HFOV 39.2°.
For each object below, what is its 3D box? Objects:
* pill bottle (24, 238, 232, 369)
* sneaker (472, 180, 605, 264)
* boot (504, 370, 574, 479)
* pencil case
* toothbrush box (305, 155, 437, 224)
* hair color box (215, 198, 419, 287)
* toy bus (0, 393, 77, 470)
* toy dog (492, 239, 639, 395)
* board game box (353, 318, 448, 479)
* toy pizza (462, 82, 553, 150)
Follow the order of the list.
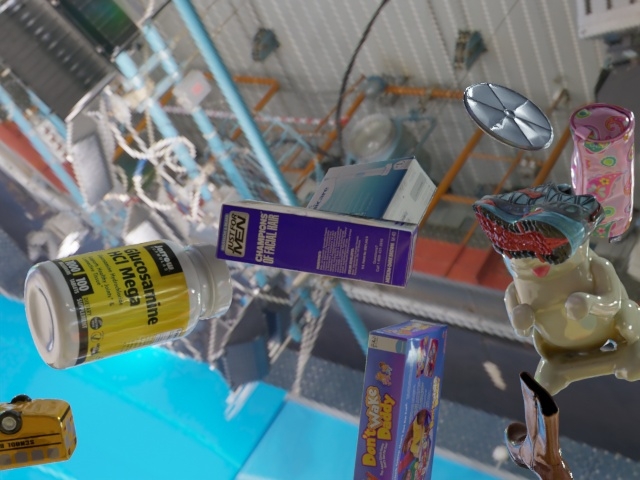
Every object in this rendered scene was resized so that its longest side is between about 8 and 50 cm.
[{"bbox_3d":[-0.335,0.101,1.599,0.188,0.334,0.188,22,-62,50],"label":"pill bottle"},{"bbox_3d":[0.343,-0.035,1.403,0.104,0.125,0.262,59,-14,-21],"label":"sneaker"},{"bbox_3d":[0.465,0.412,2.001,0.264,0.096,0.280,-110,-179,-62],"label":"boot"},{"bbox_3d":[0.538,-0.126,1.722,0.124,0.124,0.284,19,-35,30],"label":"pencil case"},{"bbox_3d":[0.114,-0.084,2.282,0.295,0.216,0.126,-4,-43,43],"label":"toothbrush box"},{"bbox_3d":[0.000,0.000,1.619,0.339,0.110,0.185,7,6,8],"label":"hair color box"},{"bbox_3d":[-0.689,0.407,1.864,0.108,0.333,0.130,-110,-168,-79],"label":"toy bus"},{"bbox_3d":[0.558,0.082,2.012,0.284,0.395,0.408,-12,-59,41],"label":"toy dog"},{"bbox_3d":[0.156,0.339,1.738,0.078,0.347,0.233,8,4,26],"label":"board game box"},{"bbox_3d":[0.371,-0.242,1.792,0.201,0.201,0.032,34,-49,6],"label":"toy pizza"}]
